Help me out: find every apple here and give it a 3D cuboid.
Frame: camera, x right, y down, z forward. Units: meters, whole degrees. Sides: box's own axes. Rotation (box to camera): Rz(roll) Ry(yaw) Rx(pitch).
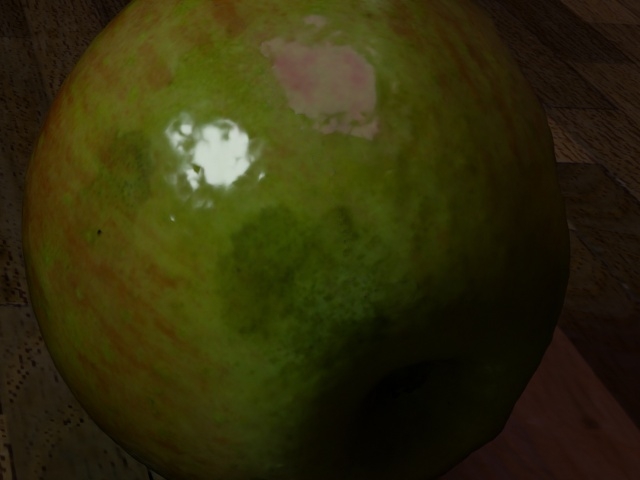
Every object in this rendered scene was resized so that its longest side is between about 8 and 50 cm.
[{"bbox_3d":[0.000,0.000,0.831,0.246,0.246,0.226,-8,34,-33],"label":"apple"}]
